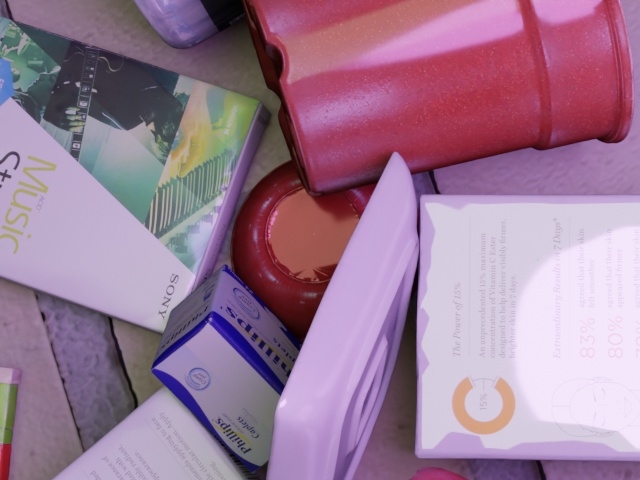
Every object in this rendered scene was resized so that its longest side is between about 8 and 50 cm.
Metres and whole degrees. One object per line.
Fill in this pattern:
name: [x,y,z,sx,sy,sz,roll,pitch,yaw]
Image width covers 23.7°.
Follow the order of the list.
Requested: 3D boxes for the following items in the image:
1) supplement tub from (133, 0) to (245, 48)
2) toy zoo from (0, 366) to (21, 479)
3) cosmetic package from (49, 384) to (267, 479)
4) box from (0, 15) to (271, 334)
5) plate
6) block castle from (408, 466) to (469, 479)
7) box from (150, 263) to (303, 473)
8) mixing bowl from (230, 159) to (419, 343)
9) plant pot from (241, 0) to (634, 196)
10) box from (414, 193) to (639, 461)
supplement tub: [-0.038,-0.334,1.352,0.338,0.207,0.207,-29,80,2]
toy zoo: [-0.387,0.256,1.403,0.192,0.030,0.293,4,83,8]
cosmetic package: [-0.139,0.240,1.313,0.183,0.151,0.151,-39,79,0]
box: [-0.235,-0.065,1.415,0.322,0.058,0.232,18,85,8]
plate: [0.020,0.115,1.195,0.045,0.277,0.278,17,48,10]
block castle: [0.196,0.346,1.121,0.212,0.453,0.303,9,81,46]
box: [-0.069,0.106,1.295,0.072,0.137,0.126,-40,103,14]
mixing bowl: [0.000,0.000,1.357,0.181,0.098,0.181,-1,81,7]
plant pot: [0.084,-0.169,1.263,0.265,0.272,0.272,-18,80,-4]
box: [0.255,0.078,1.278,0.345,0.168,0.215,1,83,7]
